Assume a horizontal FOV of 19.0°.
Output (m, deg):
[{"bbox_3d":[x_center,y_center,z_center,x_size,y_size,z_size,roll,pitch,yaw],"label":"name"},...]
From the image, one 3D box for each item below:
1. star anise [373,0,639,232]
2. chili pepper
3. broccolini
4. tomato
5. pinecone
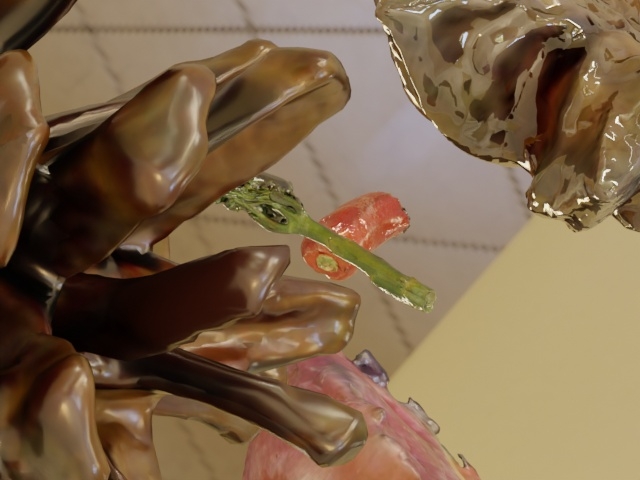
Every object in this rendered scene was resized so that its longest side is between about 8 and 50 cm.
[{"bbox_3d":[0.149,-0.069,0.938,0.315,0.315,0.108,36,109,13],"label":"star anise"},{"bbox_3d":[0.034,-0.006,2.001,0.073,0.123,0.070,28,128,21],"label":"chili pepper"},{"bbox_3d":[0.002,0.005,1.621,0.254,0.071,0.057,37,158,37],"label":"broccolini"},{"bbox_3d":[0.058,0.238,1.362,0.335,0.176,0.289,46,-178,-12],"label":"tomato"},{"bbox_3d":[-0.090,0.004,0.429,0.201,0.202,0.229,-12,102,12],"label":"pinecone"}]
